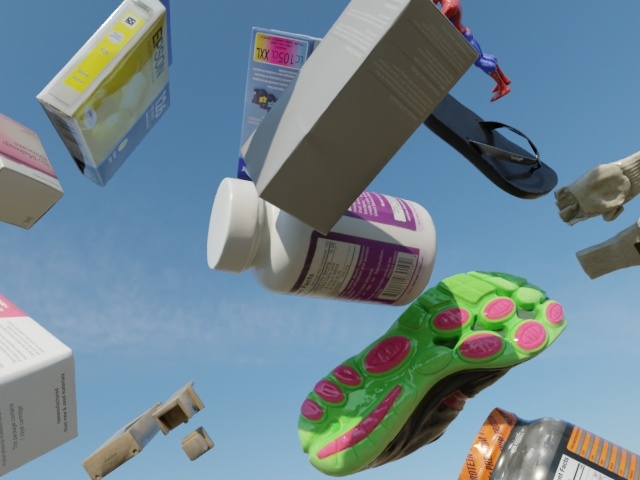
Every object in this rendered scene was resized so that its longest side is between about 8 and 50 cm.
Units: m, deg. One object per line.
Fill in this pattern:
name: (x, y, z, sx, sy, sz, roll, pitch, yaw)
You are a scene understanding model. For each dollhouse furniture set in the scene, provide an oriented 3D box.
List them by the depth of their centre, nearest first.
dollhouse furniture set: (-0.277, 0.511, 0.917, 0.303, 0.355, 0.174, -35, -1, -2)

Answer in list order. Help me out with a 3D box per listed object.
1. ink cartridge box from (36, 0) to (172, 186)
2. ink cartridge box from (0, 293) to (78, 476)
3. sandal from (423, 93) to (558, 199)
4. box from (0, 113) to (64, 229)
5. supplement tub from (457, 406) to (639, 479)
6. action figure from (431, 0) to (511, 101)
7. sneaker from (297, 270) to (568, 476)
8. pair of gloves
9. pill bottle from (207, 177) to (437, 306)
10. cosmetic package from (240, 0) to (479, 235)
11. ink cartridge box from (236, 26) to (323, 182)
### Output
ink cartridge box: (-0.321, -0.267, 0.792, 0.072, 0.307, 0.303, 34, -19, -7)
ink cartridge box: (-0.356, 0.138, 0.369, 0.237, 0.172, 0.100, -18, -59, -52)
sandal: (0.263, -0.146, 0.703, 0.255, 0.097, 0.054, 30, -36, -10)
box: (-0.697, -0.162, 1.017, 0.127, 0.232, 0.149, -42, -27, 5)
supplement tub: (0.335, 0.345, 0.523, 0.338, 0.207, 0.207, 21, -23, 34)
action figure: (0.297, -0.426, 1.041, 0.139, 0.091, 0.280, -26, -66, 35)
sneaker: (0.184, 0.216, 0.777, 0.483, 0.185, 0.202, -29, -35, -6)
pair of gloves: (0.569, -0.043, 0.864, 0.204, 0.042, 0.240, -23, -68, 22)
pill bottle: (0.000, 0.000, 0.667, 0.302, 0.169, 0.169, 10, -43, -23)
cosmetic package: (0.027, -0.138, 0.487, 0.107, 0.127, 0.238, 27, -68, -32)
ink cartridge box: (-0.073, -0.290, 1.133, 0.151, 0.270, 0.395, 15, -67, 12)
